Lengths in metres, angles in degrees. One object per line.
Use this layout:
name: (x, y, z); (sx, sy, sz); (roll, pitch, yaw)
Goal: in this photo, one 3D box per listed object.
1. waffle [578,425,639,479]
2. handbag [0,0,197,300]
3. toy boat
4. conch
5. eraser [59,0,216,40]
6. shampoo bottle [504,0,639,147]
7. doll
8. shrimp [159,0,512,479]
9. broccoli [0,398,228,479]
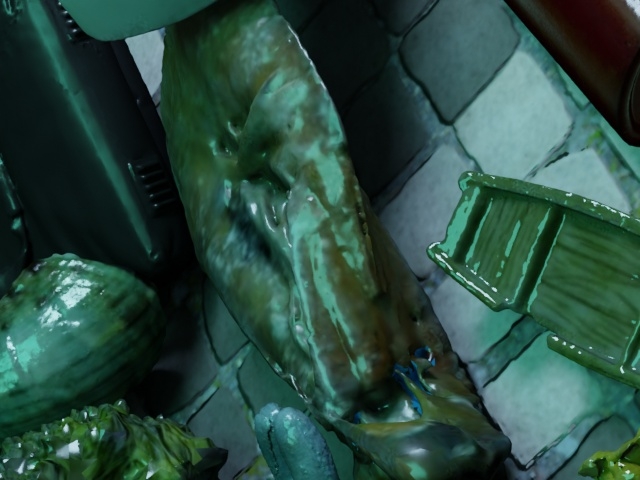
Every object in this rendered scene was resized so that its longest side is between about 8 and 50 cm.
waffle: (0.259, 0.156, 0.966); (0.254, 0.052, 0.245); (-40, 70, 31)
handbag: (-0.219, -0.066, 1.479); (0.244, 0.088, 0.275); (-27, 90, 40)
toy boat: (0.181, 0.036, 1.123); (0.293, 0.055, 0.093); (28, 96, 47)
conch: (-0.199, 0.105, 1.420); (0.188, 0.176, 0.122); (101, 155, -58)
eraser: (-0.067, -0.266, 1.340); (0.189, 0.104, 0.290); (-24, 24, 28)
shampoo bottle: (0.148, -0.174, 1.209); (0.102, 0.064, 0.260); (93, 153, -43)
doll: (-0.005, 0.193, 1.193); (0.180, 0.075, 0.120); (62, 162, -10)
shrimp: (0.000, 0.000, 1.253); (0.445, 0.110, 0.221); (57, 147, 36)
broccoli: (-0.193, 0.287, 1.316); (0.375, 0.302, 0.249); (-53, 16, -20)
